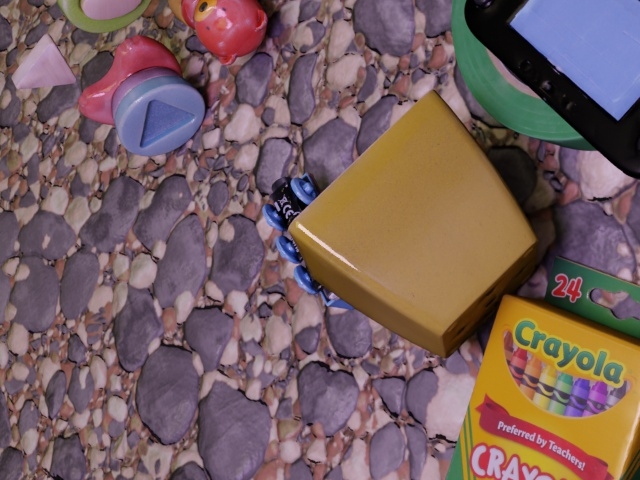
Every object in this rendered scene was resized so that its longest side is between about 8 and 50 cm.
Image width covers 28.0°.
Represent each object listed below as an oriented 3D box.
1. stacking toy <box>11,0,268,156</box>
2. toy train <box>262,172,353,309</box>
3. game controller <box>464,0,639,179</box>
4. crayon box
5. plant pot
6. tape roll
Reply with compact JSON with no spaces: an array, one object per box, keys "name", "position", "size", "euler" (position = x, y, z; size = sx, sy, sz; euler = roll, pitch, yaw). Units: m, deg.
[{"name":"stacking toy","position":[-0.233,-0.244,1.723],"size":[0.309,0.279,0.130],"euler":[-54,51,28]},{"name":"toy train","position":[0.000,0.000,1.582],"size":[0.080,0.105,0.184],"euler":[-42,58,23]},{"name":"game controller","position":[0.279,-0.203,1.279],"size":[0.319,0.067,0.166],"euler":[50,117,34]},{"name":"crayon box","position":[0.255,0.189,1.335],"size":[0.202,0.081,0.318],"euler":[21,98,43]},{"name":"plant pot","position":[0.117,0.005,1.384],"size":[0.212,0.212,0.187],"euler":[-44,74,-6]},{"name":"tape roll","position":[0.290,-0.258,1.374],"size":[0.321,0.077,0.321],"euler":[-8,78,41]}]
